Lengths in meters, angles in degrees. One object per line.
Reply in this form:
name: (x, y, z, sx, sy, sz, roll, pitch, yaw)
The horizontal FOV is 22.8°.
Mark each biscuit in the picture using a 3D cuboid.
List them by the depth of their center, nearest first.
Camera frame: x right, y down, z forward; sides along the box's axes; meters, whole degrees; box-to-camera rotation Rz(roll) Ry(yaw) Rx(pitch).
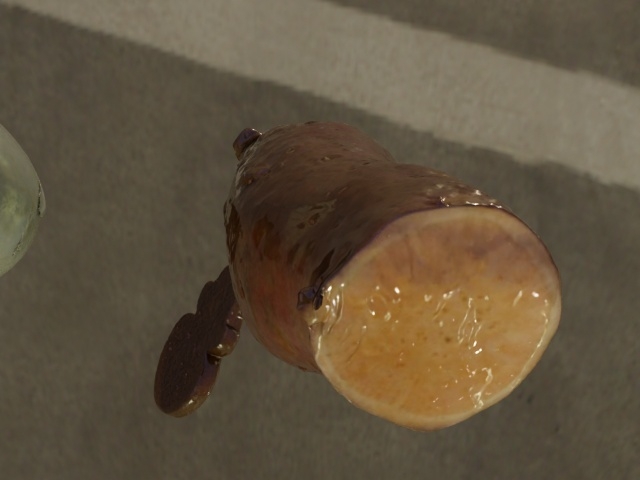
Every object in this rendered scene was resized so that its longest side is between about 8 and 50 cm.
biscuit: (-0.121, 0.108, 1.651, 0.026, 0.175, 0.124, 23, 24, -28)

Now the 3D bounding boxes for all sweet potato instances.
sweet potato: (0.003, 0.001, 0.875, 0.131, 0.336, 0.131, -5, 105, -19)

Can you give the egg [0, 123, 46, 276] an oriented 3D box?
egg: (-0.371, -0.047, 1.419, 0.253, 0.186, 0.187, 15, 62, -20)
